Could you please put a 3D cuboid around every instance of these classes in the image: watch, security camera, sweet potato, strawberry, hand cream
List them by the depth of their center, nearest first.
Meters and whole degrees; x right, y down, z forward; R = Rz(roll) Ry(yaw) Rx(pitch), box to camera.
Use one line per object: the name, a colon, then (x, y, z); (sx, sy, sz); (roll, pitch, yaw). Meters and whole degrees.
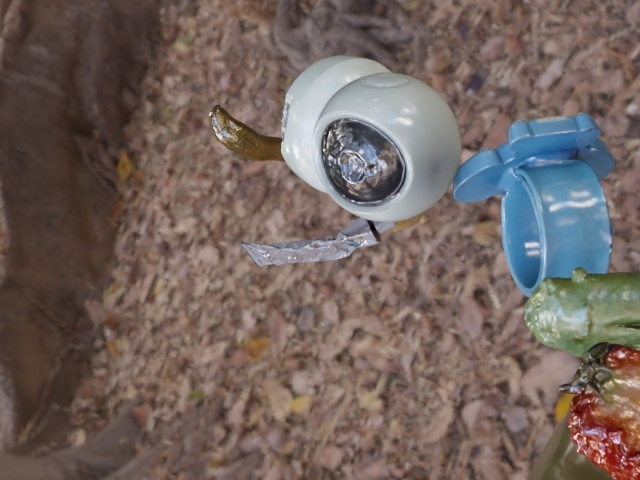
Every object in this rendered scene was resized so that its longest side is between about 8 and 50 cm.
strawberry: (0.220, 0.114, 0.642); (0.104, 0.152, 0.048); (-55, -21, -38)
watch: (0.285, -0.033, 1.308); (0.211, 0.211, 0.193); (-34, 59, 46)
security camera: (0.077, -0.126, 1.350); (0.236, 0.194, 0.195); (34, 99, 50)
sweet potato: (-0.100, -0.151, 1.654); (0.053, 0.182, 0.054); (-47, 34, 36)
hand cream: (0.000, 0.003, 1.701); (0.256, 0.084, 0.050); (-14, 62, 16)

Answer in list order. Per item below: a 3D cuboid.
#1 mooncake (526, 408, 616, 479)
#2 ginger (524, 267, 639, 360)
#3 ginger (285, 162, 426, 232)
mooncake: (0.315, 0.382, 1.162); (0.467, 0.262, 0.467); (-53, -17, -23)
ginger: (0.339, 0.035, 1.010); (0.290, 0.137, 0.089); (-31, 34, 25)
ginger: (0.133, -0.107, 2.052); (0.363, 0.348, 0.122); (6, 78, 56)
